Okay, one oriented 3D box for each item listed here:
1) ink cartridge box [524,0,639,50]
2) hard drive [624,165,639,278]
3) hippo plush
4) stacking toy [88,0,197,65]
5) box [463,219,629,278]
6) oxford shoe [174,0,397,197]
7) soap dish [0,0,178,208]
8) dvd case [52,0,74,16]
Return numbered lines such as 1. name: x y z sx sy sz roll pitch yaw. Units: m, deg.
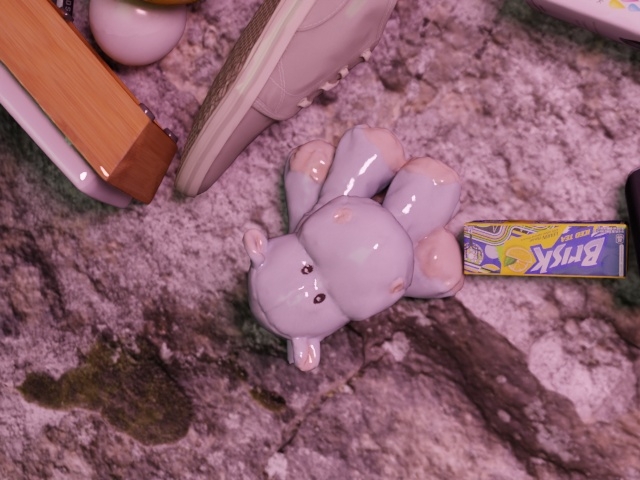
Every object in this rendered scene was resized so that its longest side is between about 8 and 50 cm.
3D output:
1. ink cartridge box: 0.371 -0.280 0.801 0.306 0.131 0.226 26 104 18
2. hard drive: 0.420 -0.031 0.794 0.254 0.172 0.054 -11 136 21
3. hippo plush: 0.000 0.000 0.914 0.294 0.236 0.235 -25 86 21
4. stacking toy: -0.165 -0.379 0.912 0.351 0.350 0.480 48 138 11
5. box: 0.242 0.008 0.920 0.168 0.054 0.059 1 96 20
6. oxford shoe: -0.020 -0.212 0.958 0.130 0.169 0.449 31 111 -22
7. soap dish: -0.299 -0.179 1.014 0.118 0.229 0.291 -41 87 -2
8. dvd case: -0.406 -0.366 1.148 0.179 0.029 0.239 12 100 19
